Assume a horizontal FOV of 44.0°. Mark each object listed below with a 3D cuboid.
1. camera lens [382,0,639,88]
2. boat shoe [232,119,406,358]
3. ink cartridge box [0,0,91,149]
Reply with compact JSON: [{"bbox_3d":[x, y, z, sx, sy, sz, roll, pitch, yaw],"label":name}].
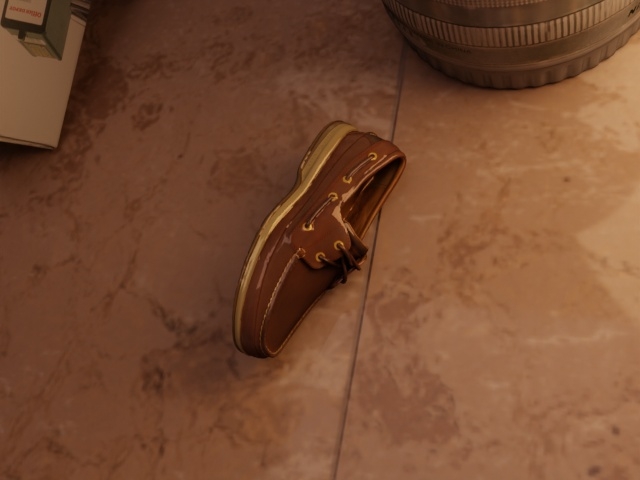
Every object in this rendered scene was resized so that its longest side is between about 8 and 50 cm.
[{"bbox_3d":[0.116,-0.252,0.488,0.219,0.274,0.219,-7,64,14],"label":"camera lens"},{"bbox_3d":[0.000,0.000,0.528,0.060,0.064,0.178,19,70,26],"label":"boat shoe"},{"bbox_3d":[-0.300,-0.239,0.650,0.211,0.121,0.289,17,95,24],"label":"ink cartridge box"}]
